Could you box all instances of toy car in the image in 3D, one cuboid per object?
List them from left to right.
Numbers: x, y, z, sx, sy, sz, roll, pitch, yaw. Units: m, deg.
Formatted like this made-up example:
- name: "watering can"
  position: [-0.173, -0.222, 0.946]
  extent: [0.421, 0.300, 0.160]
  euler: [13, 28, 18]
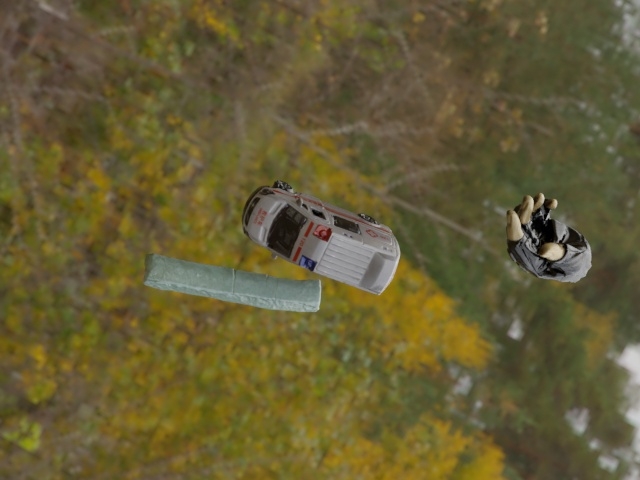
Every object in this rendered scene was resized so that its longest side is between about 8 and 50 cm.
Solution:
- name: "toy car"
  position: [0.000, 0.000, 1.835]
  extent: [0.089, 0.210, 0.108]
  euler: [-62, -159, 18]

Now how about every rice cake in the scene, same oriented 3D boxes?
- name: "rice cake"
  position: [-0.119, 0.059, 1.899]
  extent: [0.042, 0.245, 0.045]
  euler: [121, -22, -65]

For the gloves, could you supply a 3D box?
- name: "gloves"
  position: [0.364, -0.006, 2.308]
  extent: [0.124, 0.203, 0.164]
  euler: [-52, -145, 18]
